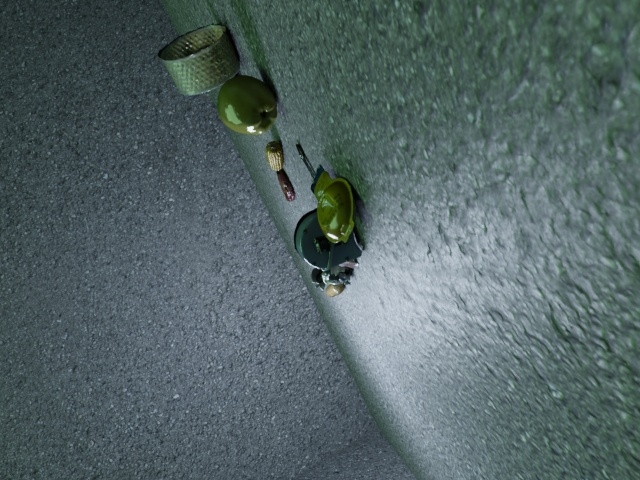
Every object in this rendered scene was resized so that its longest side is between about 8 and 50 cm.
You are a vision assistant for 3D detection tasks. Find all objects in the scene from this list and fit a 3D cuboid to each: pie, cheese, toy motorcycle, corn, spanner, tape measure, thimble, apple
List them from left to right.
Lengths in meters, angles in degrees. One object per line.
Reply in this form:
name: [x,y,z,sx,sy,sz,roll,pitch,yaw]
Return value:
thimble: [-0.442,-0.666,1.862,0.271,0.270,0.150,52,169,49]
apple: [-0.234,-0.435,1.635,0.200,0.199,0.200,60,171,16]
corn: [-0.180,-0.334,1.998,0.068,0.068,0.207,61,174,11]
pie: [-0.155,-0.241,2.224,0.154,0.038,0.154,62,172,16]
spanner: [-0.030,-0.224,1.635,0.209,0.012,0.046,61,170,8]
tape measure: [0.014,-0.004,1.493,0.107,0.180,0.182,36,151,64]
cheese: [0.029,-0.103,1.364,0.270,0.069,0.177,61,139,44]
toy motorcycle: [0.041,0.128,1.894,0.221,0.150,0.102,100,177,-74]

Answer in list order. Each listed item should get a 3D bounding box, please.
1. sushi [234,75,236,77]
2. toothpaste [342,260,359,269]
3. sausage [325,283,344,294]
sushi: [-0.361,-0.669,2.111,0.220,0.047,0.231,70,166,-15]
toothpaste: [0.038,0.052,1.717,0.194,0.043,0.067,22,162,6]
sausage: [0.062,0.223,2.291,0.066,0.065,0.301,61,171,8]
